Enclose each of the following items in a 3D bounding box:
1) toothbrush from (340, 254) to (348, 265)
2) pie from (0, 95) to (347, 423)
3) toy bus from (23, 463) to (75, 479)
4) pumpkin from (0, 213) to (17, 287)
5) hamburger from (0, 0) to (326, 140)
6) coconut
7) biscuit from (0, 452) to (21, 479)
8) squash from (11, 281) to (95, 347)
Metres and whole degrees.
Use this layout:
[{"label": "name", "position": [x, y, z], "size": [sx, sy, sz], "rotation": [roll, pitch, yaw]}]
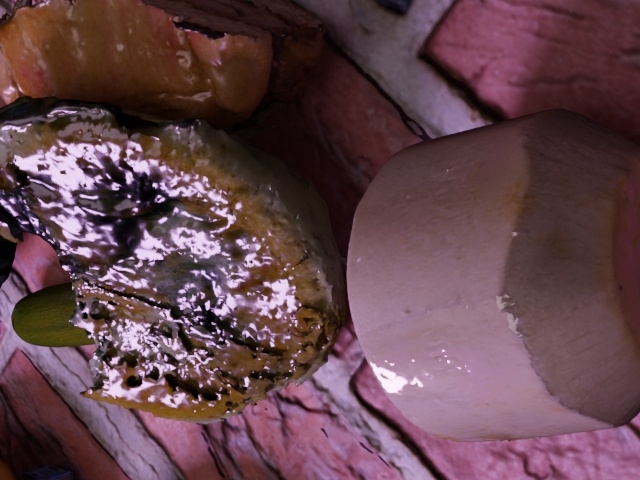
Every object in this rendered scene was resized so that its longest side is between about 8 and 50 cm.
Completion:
[{"label": "toothbrush", "position": [0.000, 0.000, 0.955], "size": [0.013, 0.011, 0.131], "rotation": [-46, 75, 14]}, {"label": "pie", "position": [-0.125, 0.025, 0.924], "size": [0.296, 0.078, 0.371], "rotation": [-8, 131, 19]}, {"label": "toy bus", "position": [-0.294, 0.327, 1.231], "size": [0.051, 0.061, 0.153], "rotation": [6, 107, 52]}, {"label": "pumpkin", "position": [-0.409, -0.007, 1.163], "size": [0.202, 0.140, 0.202], "rotation": [0, 89, 29]}, {"label": "hamburger", "position": [-0.146, -0.147, 0.922], "size": [0.282, 0.155, 0.245], "rotation": [37, 127, 13]}, {"label": "coconut", "position": [0.126, 0.027, 0.751], "size": [0.241, 0.241, 0.241], "rotation": [11, 111, 32]}, {"label": "biscuit", "position": [-0.377, 0.327, 1.222], "size": [0.274, 0.091, 0.213], "rotation": [9, 110, 59]}, {"label": "squash", "position": [-0.223, 0.069, 1.099], "size": [0.252, 0.066, 0.066], "rotation": [-10, 98, 36]}]
